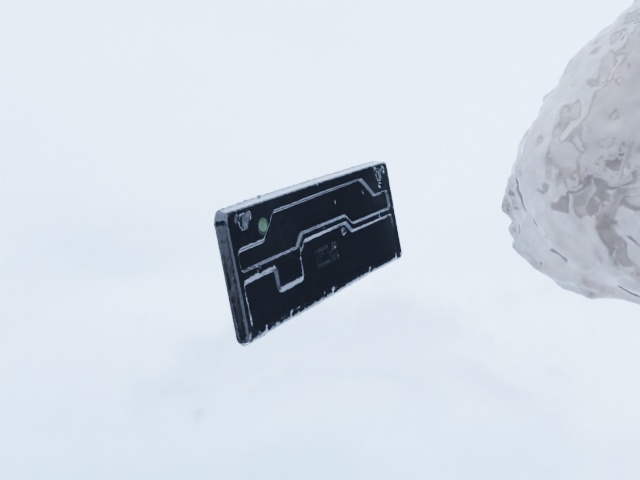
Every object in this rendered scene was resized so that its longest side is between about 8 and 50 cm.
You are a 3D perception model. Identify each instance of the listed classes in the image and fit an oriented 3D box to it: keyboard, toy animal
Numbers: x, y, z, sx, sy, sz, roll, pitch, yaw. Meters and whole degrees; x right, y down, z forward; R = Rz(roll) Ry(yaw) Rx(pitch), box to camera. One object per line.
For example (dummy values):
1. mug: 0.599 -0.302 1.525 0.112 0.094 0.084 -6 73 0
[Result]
1. keyboard: 0.000 0.000 0.451 0.155 0.010 0.053 -22 104 -62
2. toy animal: 0.290 -0.047 0.550 0.359 0.188 0.226 16 76 5
